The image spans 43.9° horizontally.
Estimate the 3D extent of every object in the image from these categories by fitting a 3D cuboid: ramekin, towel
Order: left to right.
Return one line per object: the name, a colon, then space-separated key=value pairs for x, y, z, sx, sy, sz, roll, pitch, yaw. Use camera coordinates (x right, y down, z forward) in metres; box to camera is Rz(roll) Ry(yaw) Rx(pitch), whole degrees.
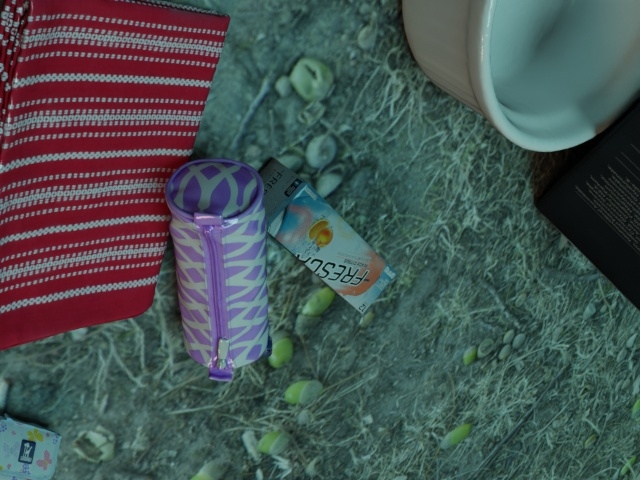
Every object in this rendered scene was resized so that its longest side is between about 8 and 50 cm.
towel: x=-0.170 y=-0.048 z=0.599 sx=0.199 sy=0.031 sz=0.275 roll=-10 pitch=125 yaw=-54
ramekin: x=0.207 y=-0.234 z=0.733 sx=0.277 sy=0.135 sz=0.277 roll=-20 pitch=128 yaw=-28

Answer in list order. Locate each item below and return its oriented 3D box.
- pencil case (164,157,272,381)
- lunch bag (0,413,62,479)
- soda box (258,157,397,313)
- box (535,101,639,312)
pencil case: x=-0.088 y=0.029 z=0.689 sx=0.086 sy=0.088 sz=0.206 roll=7 pitch=132 yaw=7
lunch bag: x=-0.276 y=0.197 z=0.695 sx=0.071 sy=0.053 sz=0.083 roll=38 pitch=82 yaw=-47
soda box: x=0.000 y=0.000 z=0.774 sx=0.058 sy=0.063 sz=0.183 roll=-50 pitch=135 yaw=-2
box: x=0.444 y=-0.106 z=0.820 sx=0.293 sy=0.212 sz=0.395 roll=-42 pitch=171 yaw=-9
